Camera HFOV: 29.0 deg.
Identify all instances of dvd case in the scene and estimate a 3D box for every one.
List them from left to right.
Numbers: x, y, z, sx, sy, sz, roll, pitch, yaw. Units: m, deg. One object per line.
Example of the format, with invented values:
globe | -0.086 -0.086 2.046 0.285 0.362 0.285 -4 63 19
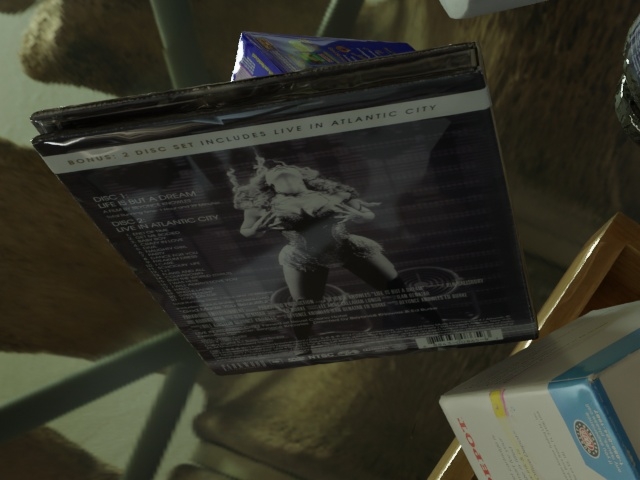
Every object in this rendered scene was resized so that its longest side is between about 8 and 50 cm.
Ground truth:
dvd case | 0.000 0.000 0.522 0.165 0.221 0.018 -8 -120 11

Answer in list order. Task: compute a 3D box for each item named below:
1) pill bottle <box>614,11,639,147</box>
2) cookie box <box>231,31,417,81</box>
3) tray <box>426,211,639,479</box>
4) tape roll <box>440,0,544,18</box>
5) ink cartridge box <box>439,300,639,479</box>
pill bottle | 0.281 -0.142 0.849 0.123 0.219 0.122 2 -112 -6
cookie box | 0.020 -0.071 0.648 0.107 0.092 0.040 -1 -58 -30
tray | 0.265 0.188 0.641 0.411 0.076 0.203 35 -104 5
tape roll | 0.108 -0.270 0.874 0.072 0.219 0.219 -14 -100 -1
ink cartridge box | 0.121 0.078 0.482 0.090 0.143 0.092 -26 -90 -20
